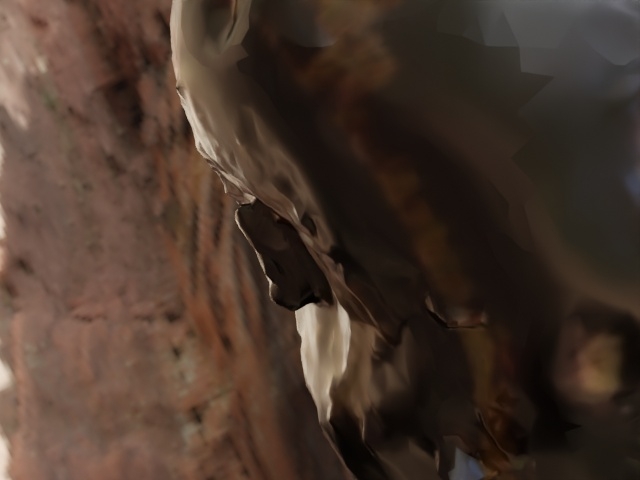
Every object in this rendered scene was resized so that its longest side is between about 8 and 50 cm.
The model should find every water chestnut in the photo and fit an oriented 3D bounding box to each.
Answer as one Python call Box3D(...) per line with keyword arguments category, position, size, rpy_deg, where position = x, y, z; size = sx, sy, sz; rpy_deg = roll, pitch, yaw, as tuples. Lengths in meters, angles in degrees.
Box3D(category="water chestnut", position=(0.098, -0.042, 0.537), size=(0.300, 0.300, 0.300), rpy_deg=(63, 1, -3))
